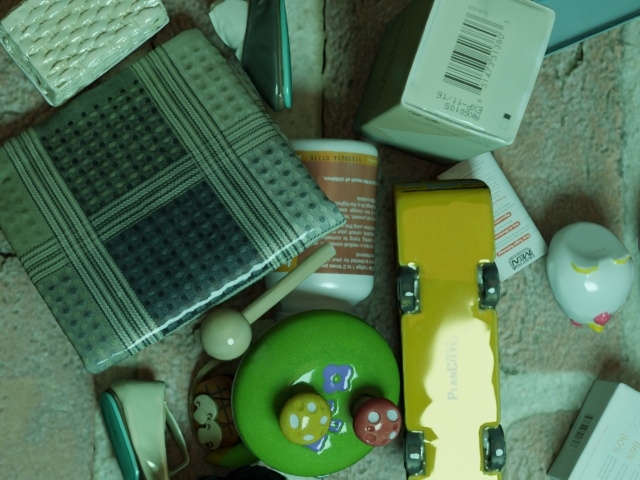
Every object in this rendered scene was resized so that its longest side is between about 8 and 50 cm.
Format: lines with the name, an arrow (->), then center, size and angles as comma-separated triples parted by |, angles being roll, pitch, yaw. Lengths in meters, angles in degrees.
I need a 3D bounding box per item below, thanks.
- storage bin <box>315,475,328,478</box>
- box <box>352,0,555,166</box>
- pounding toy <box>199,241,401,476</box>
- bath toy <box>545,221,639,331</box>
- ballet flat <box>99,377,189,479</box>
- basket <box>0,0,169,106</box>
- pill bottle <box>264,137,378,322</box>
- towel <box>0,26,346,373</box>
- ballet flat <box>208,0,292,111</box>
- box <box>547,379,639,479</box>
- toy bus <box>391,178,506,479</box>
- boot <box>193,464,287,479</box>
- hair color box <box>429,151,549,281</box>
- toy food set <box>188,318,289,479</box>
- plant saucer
storage bin -> 0.008, 0.191, 1.763 | 0.098, 0.091, 0.135 | 34, 83, -5
box -> 0.131, -0.171, 1.682 | 0.121, 0.311, 0.148 | 19, 85, -7
pounding toy -> 0.000, 0.149, 1.626 | 0.183, 0.110, 0.237 | -30, 113, -10
bath toy -> 0.422, 0.039, 1.815 | 0.348, 0.129, 0.151 | -7, 45, -10
ballet flat -> -0.175, 0.269, 1.746 | 0.086, 0.086, 0.249 | -11, 89, -8
basket -> -0.257, -0.239, 1.735 | 0.167, 0.103, 0.113 | -39, 94, -8
pill bottle -> 0.000, 0.000, 1.753 | 0.121, 0.121, 0.216 | 2, 87, -8
towel -> -0.178, -0.048, 1.697 | 0.312, 0.056, 0.324 | -32, 58, -5
ballet flat -> -0.073, -0.278, 1.775 | 0.096, 0.095, 0.281 | 2, 77, 2
box -> 0.367, 0.254, 1.810 | 0.170, 0.091, 0.130 | 30, 84, -6
toy bus -> 0.136, 0.105, 1.746 | 0.108, 0.130, 0.333 | -3, 98, -1
boot -> -0.035, 0.333, 1.702 | 0.246, 0.094, 0.207 | -4, 127, -4
hair color box -> 0.192, -0.029, 1.820 | 0.072, 0.043, 0.141 | -31, 91, -7
toy food set -> -0.096, 0.185, 1.742 | 0.132, 0.038, 0.192 | -7, 88, 34
plant saucer -> 0.315, -0.271, 1.859 | 0.192, 0.018, 0.067 | -23, 91, -7
